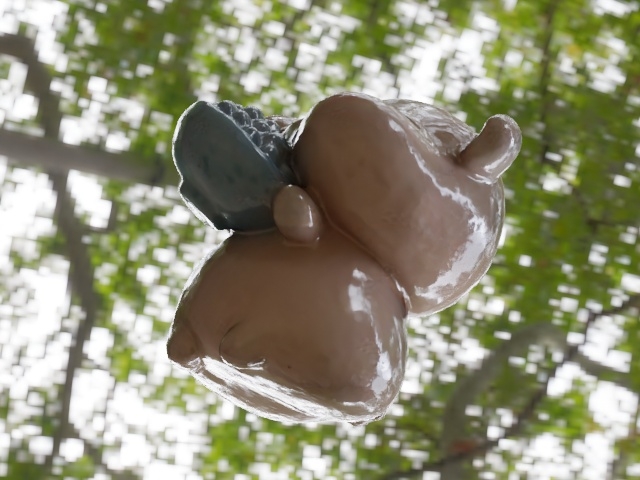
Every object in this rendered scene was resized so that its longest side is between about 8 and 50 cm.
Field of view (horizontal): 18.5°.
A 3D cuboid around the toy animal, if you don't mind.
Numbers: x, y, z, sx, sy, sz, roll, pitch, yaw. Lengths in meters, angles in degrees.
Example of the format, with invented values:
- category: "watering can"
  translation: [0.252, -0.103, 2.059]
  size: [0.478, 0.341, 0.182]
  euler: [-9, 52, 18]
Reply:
- category: "toy animal"
  translation: [0.014, 0.015, 1.310]
  size: [0.210, 0.229, 0.221]
  euler: [-8, -96, 59]
